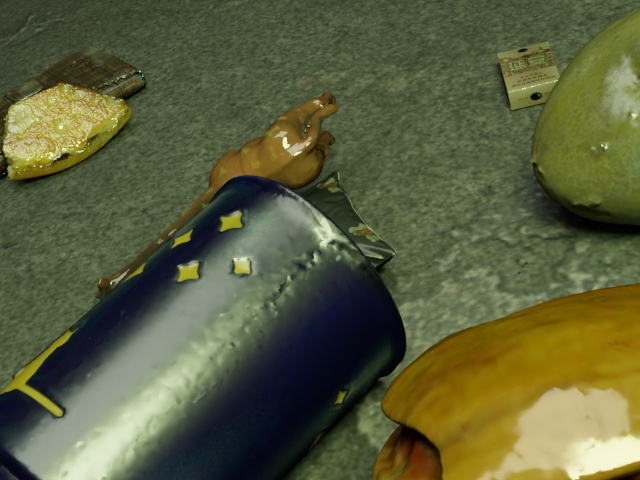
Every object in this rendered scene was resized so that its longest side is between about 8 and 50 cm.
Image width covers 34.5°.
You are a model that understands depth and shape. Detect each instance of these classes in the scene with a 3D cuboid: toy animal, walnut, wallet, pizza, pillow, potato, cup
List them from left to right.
[{"bbox_3d":[-0.334,-0.157,1.248,0.230,0.042,0.124,-39,46,-21],"label":"wallet"},{"bbox_3d":[-0.297,-0.126,1.174,0.160,0.036,0.099,-32,67,-20],"label":"pizza"},{"bbox_3d":[-0.098,0.120,0.718,0.178,0.255,0.256,42,64,10],"label":"cup"},{"bbox_3d":[-0.088,-0.037,0.938,0.224,0.066,0.230,-30,13,38],"label":"toy animal"},{"bbox_3d":[0.000,-0.001,0.880,0.090,0.048,0.150,-21,35,-8],"label":"pillow"},{"bbox_3d":[0.274,-0.103,0.805,0.235,0.160,0.178,-28,15,4],"label":"potato"},{"bbox_3d":[0.187,0.118,0.522,0.336,0.209,0.209,-8,35,-6],"label":"walnut"}]

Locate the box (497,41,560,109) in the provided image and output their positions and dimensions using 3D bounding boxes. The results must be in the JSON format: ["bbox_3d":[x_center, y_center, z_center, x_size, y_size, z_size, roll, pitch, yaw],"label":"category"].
[{"bbox_3d":[0.207,-0.164,1.020,0.053,0.024,0.083,-13,38,9],"label":"box"}]
